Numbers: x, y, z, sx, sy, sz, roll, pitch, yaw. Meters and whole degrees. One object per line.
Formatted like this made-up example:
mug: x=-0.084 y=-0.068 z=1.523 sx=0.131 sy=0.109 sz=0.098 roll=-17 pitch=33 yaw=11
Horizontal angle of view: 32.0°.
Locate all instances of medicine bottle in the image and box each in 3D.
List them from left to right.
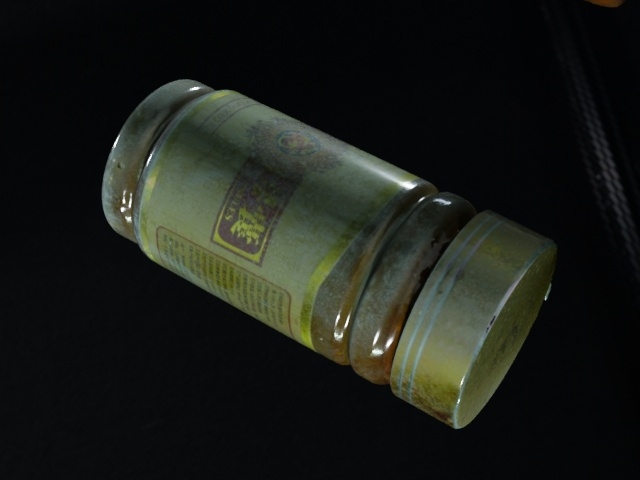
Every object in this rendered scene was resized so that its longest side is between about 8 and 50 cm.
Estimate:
medicine bottle: x=0.000 y=0.000 z=0.846 sx=0.323 sy=0.151 sz=0.151 roll=27 pitch=-122 yaw=21

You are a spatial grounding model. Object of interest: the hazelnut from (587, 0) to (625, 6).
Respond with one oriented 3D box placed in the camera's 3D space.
hazelnut: x=0.264 y=-0.389 z=0.790 sx=0.402 sy=0.402 sz=0.429 roll=-9 pitch=-91 yaw=-25
